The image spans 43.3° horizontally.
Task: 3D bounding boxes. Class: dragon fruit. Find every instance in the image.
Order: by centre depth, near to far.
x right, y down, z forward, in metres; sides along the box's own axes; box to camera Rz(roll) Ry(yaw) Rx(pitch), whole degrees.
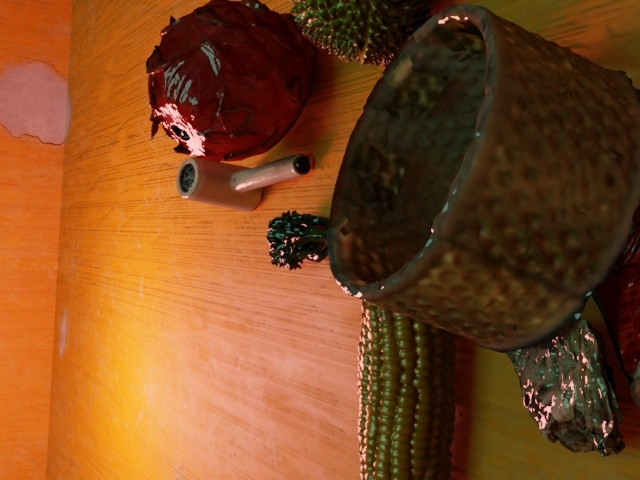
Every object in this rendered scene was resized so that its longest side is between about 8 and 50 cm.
[{"bbox_3d":[-0.125,-0.230,1.150,0.241,0.241,0.252,-24,49,58],"label":"dragon fruit"}]

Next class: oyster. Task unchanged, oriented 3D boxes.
[{"bbox_3d":[0.201,0.114,0.667,0.177,0.064,0.125,105,161,-81],"label":"oyster"}]

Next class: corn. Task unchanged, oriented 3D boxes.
[{"bbox_3d":[0.090,0.169,0.846,0.115,0.115,0.318,0,88,61],"label":"corn"}]

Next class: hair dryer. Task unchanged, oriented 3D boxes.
[{"bbox_3d":[-0.105,-0.095,1.233,0.236,0.131,0.073,-5,80,47],"label":"hair dryer"}]

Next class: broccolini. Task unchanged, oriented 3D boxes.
[{"bbox_3d":[-0.014,-0.008,1.101,0.202,0.068,0.091,-14,56,59],"label":"broccolini"}]

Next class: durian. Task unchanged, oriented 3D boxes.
[{"bbox_3d":[0.055,-0.280,0.913,0.159,0.198,0.146,34,125,7],"label":"durian"}]

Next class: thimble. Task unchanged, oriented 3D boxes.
[{"bbox_3d":[0.127,-0.051,0.693,0.271,0.150,0.271,-53,26,40],"label":"thimble"}]

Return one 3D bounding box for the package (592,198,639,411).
[{"bbox_3d":[0.257,0.019,0.606,0.194,0.071,0.269,-36,56,54],"label":"package"}]
